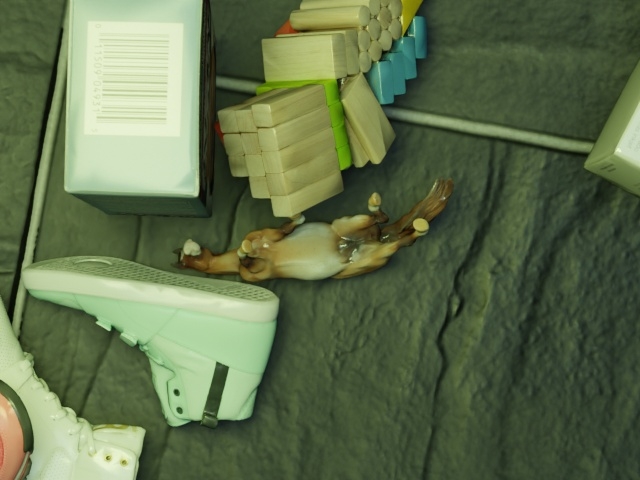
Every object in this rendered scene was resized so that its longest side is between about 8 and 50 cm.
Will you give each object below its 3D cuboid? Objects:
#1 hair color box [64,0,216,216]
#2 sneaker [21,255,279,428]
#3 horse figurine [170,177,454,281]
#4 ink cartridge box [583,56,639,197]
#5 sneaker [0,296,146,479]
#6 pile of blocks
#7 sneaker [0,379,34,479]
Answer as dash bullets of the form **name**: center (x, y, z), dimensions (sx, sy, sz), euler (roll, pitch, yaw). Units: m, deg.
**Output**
- **hair color box**: center (-0.153, -0.121, 1.614), dimensions (0.113, 0.374, 0.185), euler (2, 88, -2)
- **sneaker**: center (-0.175, 0.103, 1.751), dimensions (0.256, 0.094, 0.151), euler (12, 104, 9)
- **horse figurine**: center (0.000, 0.000, 1.740), dimensions (0.263, 0.174, 0.066), euler (-9, 78, -16)
- **ink cartridge box**: center (0.405, -0.096, 1.740), dimensions (0.233, 0.168, 0.171), euler (27, 87, 0)
- **sneaker**: center (-0.256, 0.170, 1.743), dimensions (0.169, 0.108, 0.292), euler (-9, 98, -4)
- **pile of blocks**: center (0.005, -0.161, 1.731), dimensions (0.362, 0.112, 0.149), euler (-56, 132, -35)
- **sneaker**: center (-0.388, 0.234, 1.651), dimensions (0.314, 0.136, 0.116), euler (-33, 86, 29)
